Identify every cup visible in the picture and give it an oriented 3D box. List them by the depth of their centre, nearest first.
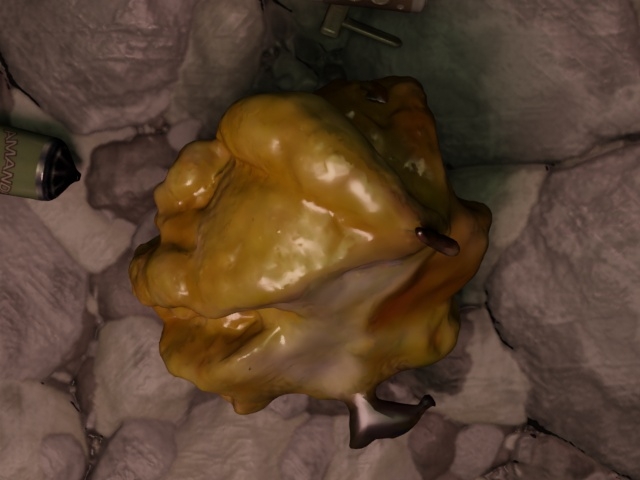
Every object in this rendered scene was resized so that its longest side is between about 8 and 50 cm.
[{"bbox_3d":[0.043,-0.217,1.404,0.099,0.074,0.102,8,98,1],"label":"cup"}]

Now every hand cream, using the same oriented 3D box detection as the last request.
[{"bbox_3d":[-0.325,-0.078,1.453,0.235,0.055,0.086,12,95,8],"label":"hand cream"}]

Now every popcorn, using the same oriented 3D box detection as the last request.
[{"bbox_3d":[0.000,0.000,1.357,0.297,0.281,0.316,11,125,-39],"label":"popcorn"}]
